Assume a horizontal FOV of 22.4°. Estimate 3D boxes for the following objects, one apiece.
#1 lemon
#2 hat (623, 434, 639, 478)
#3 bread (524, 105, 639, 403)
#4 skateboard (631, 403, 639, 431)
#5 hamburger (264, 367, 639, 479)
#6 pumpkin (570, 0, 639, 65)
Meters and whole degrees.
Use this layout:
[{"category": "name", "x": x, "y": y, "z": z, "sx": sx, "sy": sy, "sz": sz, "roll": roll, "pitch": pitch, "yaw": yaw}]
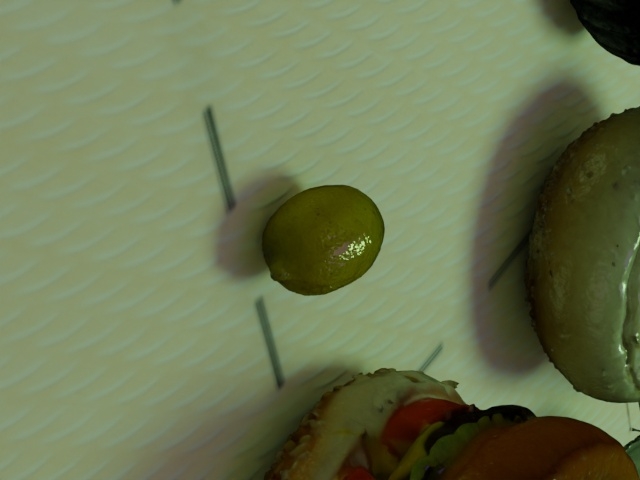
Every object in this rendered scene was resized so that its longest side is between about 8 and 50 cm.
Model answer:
[{"category": "lemon", "x": 0.000, "y": 0.000, "z": 1.213, "sx": 0.111, "sy": 0.082, "sz": 0.082, "roll": -27, "pitch": 124, "yaw": -41}, {"category": "hat", "x": 0.283, "y": 0.300, "z": 1.725, "sx": 0.252, "sy": 0.110, "sz": 0.252, "roll": -25, "pitch": 126, "yaw": -41}, {"category": "bread", "x": 0.305, "y": 0.009, "z": 1.600, "sx": 0.305, "sy": 0.159, "sz": 0.305, "roll": -25, "pitch": 123, "yaw": -46}, {"category": "skateboard", "x": 0.382, "y": 0.187, "z": 1.905, "sx": 0.064, "sy": 0.032, "sz": 0.083, "roll": -56, "pitch": 141, "yaw": -44}, {"category": "hamburger", "x": 0.089, "y": 0.272, "z": 1.298, "sx": 0.330, "sy": 0.250, "sz": 0.329, "roll": -25, "pitch": 123, "yaw": -45}, {"category": "pumpkin", "x": 0.327, "y": -0.270, "z": 1.524, "sx": 0.220, "sy": 0.162, "sz": 0.220, "roll": -26, "pitch": 125, "yaw": -44}]
